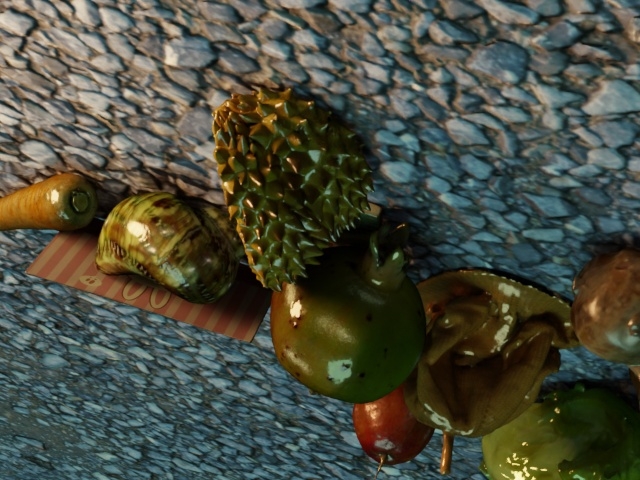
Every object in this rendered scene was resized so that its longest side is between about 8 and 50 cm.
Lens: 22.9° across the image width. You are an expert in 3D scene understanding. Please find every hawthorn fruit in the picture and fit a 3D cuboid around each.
[{"bbox_3d":[0.109,0.264,2.258,0.125,0.140,0.125,-10,136,-10],"label":"hawthorn fruit"}]

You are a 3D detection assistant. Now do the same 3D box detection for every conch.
[{"bbox_3d":[-0.183,0.002,1.998,0.181,0.124,0.187,11,-163,-20],"label":"conch"}]

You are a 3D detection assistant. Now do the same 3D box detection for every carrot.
[{"bbox_3d":[-0.399,-0.041,2.116,0.078,0.078,0.298,37,152,-33],"label":"carrot"}]

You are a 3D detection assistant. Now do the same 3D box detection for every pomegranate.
[{"bbox_3d":[0.037,0.088,1.887,0.198,0.198,0.246,20,150,-2],"label":"pomegranate"}]

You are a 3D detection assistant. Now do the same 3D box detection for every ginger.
[{"bbox_3d":[0.443,0.155,1.830,0.256,0.176,0.375,22,163,38],"label":"ginger"}]

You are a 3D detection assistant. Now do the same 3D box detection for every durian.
[{"bbox_3d":[-0.025,-0.057,1.766,0.186,0.154,0.260,-25,141,15],"label":"durian"},{"bbox_3d":[0.364,0.317,2.187,0.256,0.204,0.339,17,168,38],"label":"durian"}]

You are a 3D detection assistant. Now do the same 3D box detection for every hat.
[{"bbox_3d":[0.196,0.191,1.979,0.244,0.233,0.233,18,156,5],"label":"hat"}]

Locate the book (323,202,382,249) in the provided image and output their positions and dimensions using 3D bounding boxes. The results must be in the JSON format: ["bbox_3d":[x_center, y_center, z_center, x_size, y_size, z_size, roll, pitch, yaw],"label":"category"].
[{"bbox_3d":[0.000,0.000,1.974,0.160,0.024,0.228,12,153,8],"label":"book"}]

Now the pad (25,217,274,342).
[{"bbox_3d":[-0.209,0.044,2.047,0.300,0.202,0.005,17,116,4],"label":"pad"}]
